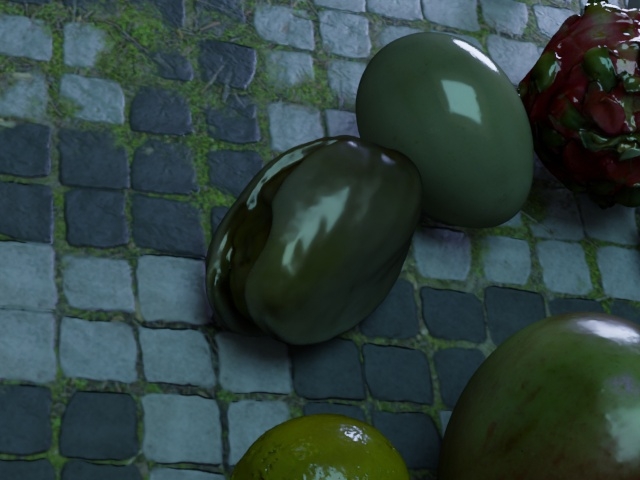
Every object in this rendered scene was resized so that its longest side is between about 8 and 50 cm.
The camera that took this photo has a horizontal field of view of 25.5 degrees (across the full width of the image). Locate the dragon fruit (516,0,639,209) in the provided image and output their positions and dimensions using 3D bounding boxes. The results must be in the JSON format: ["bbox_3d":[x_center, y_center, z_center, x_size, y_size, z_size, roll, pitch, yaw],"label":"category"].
[{"bbox_3d":[0.367,-0.166,1.752,0.237,0.231,0.302,41,9,8],"label":"dragon fruit"}]

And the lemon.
[{"bbox_3d":[0.002,0.248,1.341,0.173,0.173,0.206,43,41,10],"label":"lemon"}]

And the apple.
[{"bbox_3d":[0.265,0.232,1.386,0.277,0.319,0.319,-42,77,-9],"label":"apple"}]

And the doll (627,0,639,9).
[{"bbox_3d":[0.547,-0.337,1.973,0.221,0.251,0.221,31,10,-6],"label":"doll"}]

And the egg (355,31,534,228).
[{"bbox_3d":[0.150,-0.128,1.663,0.188,0.188,0.254,-27,80,-35],"label":"egg"}]

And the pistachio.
[{"bbox_3d":[0.000,0.000,1.535,0.288,0.166,0.197,-45,117,-25],"label":"pistachio"}]
